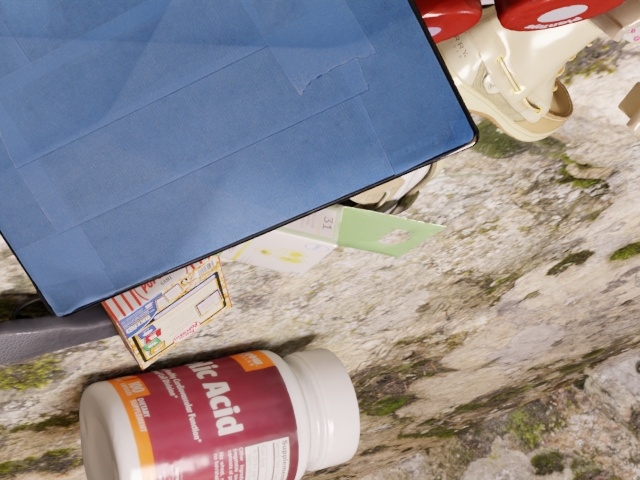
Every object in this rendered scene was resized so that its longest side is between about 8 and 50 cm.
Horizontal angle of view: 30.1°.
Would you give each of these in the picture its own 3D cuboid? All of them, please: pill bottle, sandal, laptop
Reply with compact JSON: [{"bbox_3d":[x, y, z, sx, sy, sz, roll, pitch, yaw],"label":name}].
[{"bbox_3d":[-0.152,0.292,1.829,0.392,0.224,0.224,-9,156,-26],"label":"pill bottle"},{"bbox_3d":[-0.322,0.100,1.469,0.097,0.054,0.254,-34,165,31],"label":"sandal"},{"bbox_3d":[-0.172,-0.135,0.733,0.382,0.236,0.408,-23,163,23],"label":"laptop"}]

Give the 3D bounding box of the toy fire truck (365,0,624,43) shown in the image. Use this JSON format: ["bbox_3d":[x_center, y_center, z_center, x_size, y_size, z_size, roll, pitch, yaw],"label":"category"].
[{"bbox_3d":[0.080,-0.225,0.933,0.302,0.169,0.254,-11,175,-19],"label":"toy fire truck"}]

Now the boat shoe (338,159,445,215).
[{"bbox_3d":[0.055,-0.089,1.264,0.103,0.113,0.302,-21,160,-13],"label":"boat shoe"}]

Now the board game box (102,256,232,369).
[{"bbox_3d":[-0.187,0.077,1.475,0.146,0.045,0.193,-35,161,-13],"label":"board game box"}]

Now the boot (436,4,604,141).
[{"bbox_3d":[0.243,-0.201,1.199,0.203,0.095,0.262,-34,151,28],"label":"boot"}]

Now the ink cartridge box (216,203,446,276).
[{"bbox_3d":[0.000,0.000,1.334,0.235,0.056,0.171,14,164,-12],"label":"ink cartridge box"}]

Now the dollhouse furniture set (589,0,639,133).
[{"bbox_3d":[0.360,-0.216,1.007,0.303,0.174,0.355,7,126,-47],"label":"dollhouse furniture set"}]
